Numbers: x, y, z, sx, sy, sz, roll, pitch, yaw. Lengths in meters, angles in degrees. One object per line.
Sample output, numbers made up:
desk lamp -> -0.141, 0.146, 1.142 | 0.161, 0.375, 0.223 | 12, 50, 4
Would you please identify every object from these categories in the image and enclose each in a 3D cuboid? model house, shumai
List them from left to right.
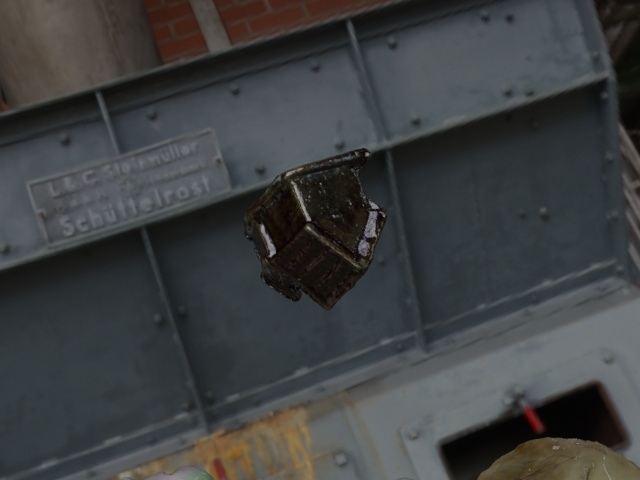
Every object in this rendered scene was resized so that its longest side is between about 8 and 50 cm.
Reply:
model house -> -0.004, 0.004, 1.012 | 0.106, 0.152, 0.165 | -4, -29, -36
shumai -> 0.190, 0.241, 0.743 | 0.201, 0.201, 0.120 | -25, -39, 6

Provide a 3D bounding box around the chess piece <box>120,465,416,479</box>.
chess piece -> -0.040, 0.232, 0.737 | 0.272, 0.139, 0.139 | 12, -15, 13
